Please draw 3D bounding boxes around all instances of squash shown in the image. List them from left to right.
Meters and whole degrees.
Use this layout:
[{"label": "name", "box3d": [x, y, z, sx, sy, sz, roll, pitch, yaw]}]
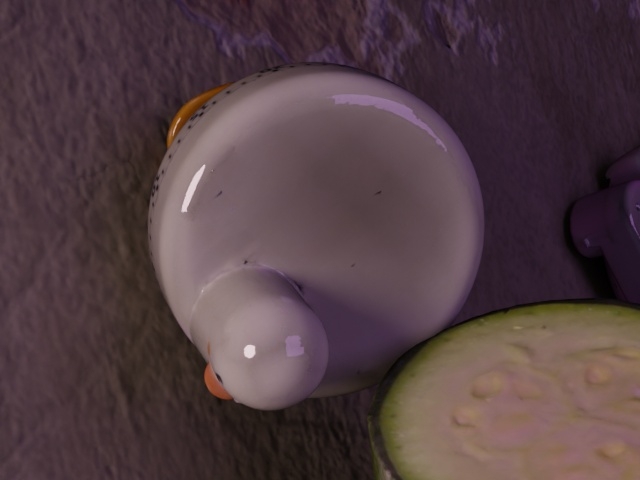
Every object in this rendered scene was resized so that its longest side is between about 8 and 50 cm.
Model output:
[{"label": "squash", "box3d": [0.182, 0.262, 0.976, 0.263, 0.263, 0.384, -44, 134, -46]}]

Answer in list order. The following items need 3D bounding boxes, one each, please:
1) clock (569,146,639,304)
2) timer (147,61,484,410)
[{"label": "clock", "box3d": [0.371, 0.008, 1.503, 0.248, 0.090, 0.227, -45, 111, -48]}, {"label": "timer", "box3d": [0.000, 0.000, 0.976, 0.234, 0.240, 0.233, -5, 107, -15]}]
